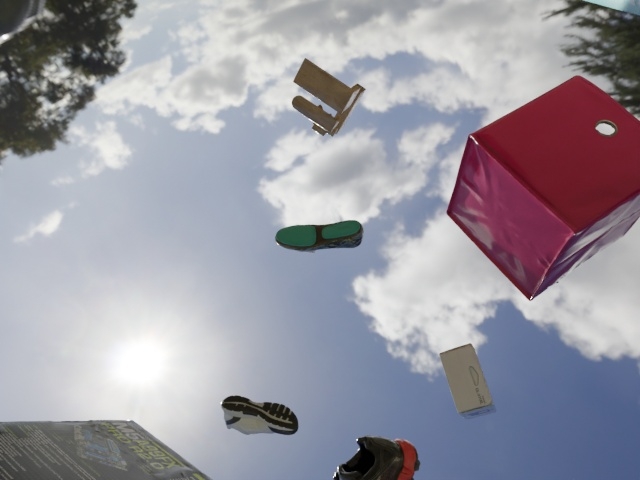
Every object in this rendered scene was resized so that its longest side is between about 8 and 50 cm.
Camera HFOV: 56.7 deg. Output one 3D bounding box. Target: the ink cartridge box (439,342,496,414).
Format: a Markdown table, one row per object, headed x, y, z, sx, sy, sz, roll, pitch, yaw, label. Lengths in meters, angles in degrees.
| x | y | z | sx | sy | sz | roll | pitch | yaw | label |
| --- | --- | --- | --- | --- | --- | --- | --- | --- | --- |
| 0.308 | 0.297 | 1.235 | 0.073 | 0.175 | 0.127 | -19 | -115 | 11 | ink cartridge box |

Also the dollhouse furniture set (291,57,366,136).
| x | y | z | sx | sy | sz | roll | pitch | yaw | label |
| --- | --- | --- | --- | --- | --- | --- | --- | --- | --- |
| 0.010 | -0.318 | 1.310 | 0.144 | 0.123 | 0.151 | -57 | 177 | 32 | dollhouse furniture set |

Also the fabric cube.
| x | y | z | sx | sy | sz | roll | pitch | yaw | label |
| --- | --- | --- | --- | --- | --- | --- | --- | --- | --- |
| 0.428 | -0.096 | 1.096 | 0.258 | 0.259 | 0.254 | -29 | -117 | -16 | fabric cube |

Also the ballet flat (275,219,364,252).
| x | y | z | sx | sy | sz | roll | pitch | yaw | label |
| --- | --- | --- | --- | --- | --- | --- | --- | --- | --- |
| 0.000 | 0.000 | 1.251 | 0.189 | 0.070 | 0.070 | -4 | -146 | 13 | ballet flat |

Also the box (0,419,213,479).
| x | y | z | sx | sy | sz | roll | pitch | yaw | label |
| --- | --- | --- | --- | --- | --- | --- | --- | --- | --- |
| -0.122 | 0.195 | 0.354 | 0.270 | 0.216 | 0.060 | 21 | -93 | 33 | box |

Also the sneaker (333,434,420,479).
| x | y | z | sx | sy | sz | roll | pitch | yaw | label |
| --- | --- | --- | --- | --- | --- | --- | --- | --- | --- |
| 0.069 | 0.472 | 1.052 | 0.098 | 0.135 | 0.275 | -5 | -124 | 63 | sneaker |

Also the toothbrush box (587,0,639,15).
| x | y | z | sx | sy | sz | roll | pitch | yaw | label |
| --- | --- | --- | --- | --- | --- | --- | --- | --- | --- |
| 0.302 | -0.286 | 0.438 | 0.216 | 0.126 | 0.295 | -43 | -142 | 4 | toothbrush box |

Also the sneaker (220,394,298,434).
| x | y | z | sx | sy | sz | roll | pitch | yaw | label |
| --- | --- | --- | --- | --- | --- | --- | --- | --- | --- |
| -0.080 | 0.239 | 0.789 | 0.109 | 0.043 | 0.040 | 11 | -156 | 18 | sneaker |
